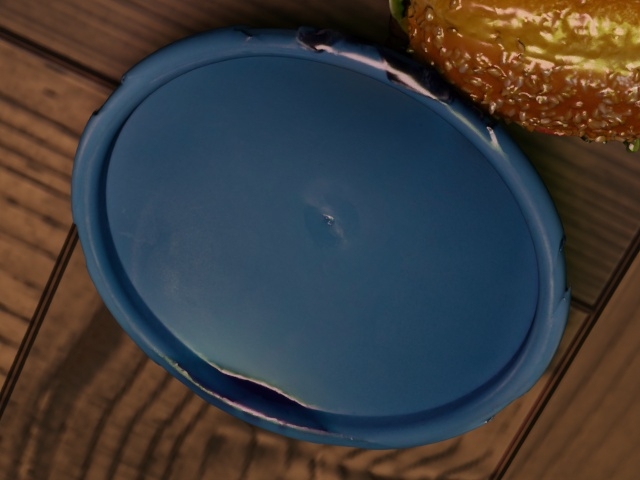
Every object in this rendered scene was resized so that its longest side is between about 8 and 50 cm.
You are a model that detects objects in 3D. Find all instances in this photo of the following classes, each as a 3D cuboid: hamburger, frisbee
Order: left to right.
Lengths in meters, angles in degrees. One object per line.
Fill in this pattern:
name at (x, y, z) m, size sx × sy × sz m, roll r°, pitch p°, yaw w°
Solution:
frisbee at (0.000, 0.000, 0.736) m, size 0.242 × 0.045 × 0.242 m, roll 11°, pitch 129°, yaw 14°
hamburger at (0.110, -0.106, 0.670) m, size 0.166 × 0.087 × 0.137 m, roll 11°, pitch 113°, yaw 2°
